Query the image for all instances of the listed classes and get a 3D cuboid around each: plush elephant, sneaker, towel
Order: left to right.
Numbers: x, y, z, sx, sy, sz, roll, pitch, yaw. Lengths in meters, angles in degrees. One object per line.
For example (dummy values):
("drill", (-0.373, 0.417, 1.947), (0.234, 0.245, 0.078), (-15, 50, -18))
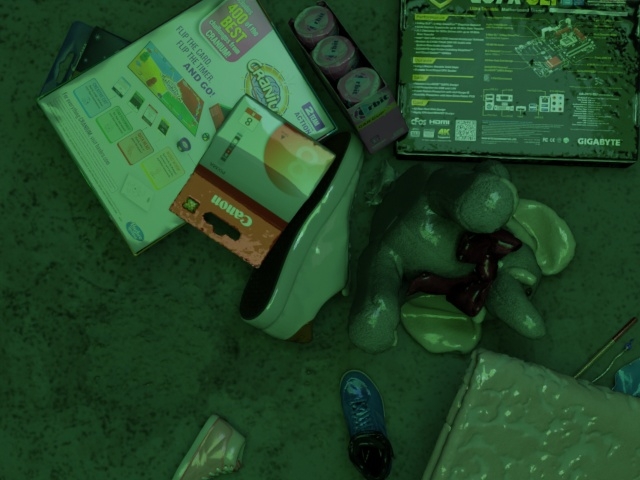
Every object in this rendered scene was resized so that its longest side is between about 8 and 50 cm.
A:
("sneaker", (-0.148, 0.304, 1.919), (0.070, 0.051, 0.134), (31, 85, 8))
("sneaker", (0.000, 0.000, 1.919), (0.123, 0.106, 0.290), (31, 79, -32))
("sneaker", (0.060, 0.244, 1.896), (0.058, 0.084, 0.152), (-11, 87, 2))
("plush elephant", (0.188, 0.034, 1.829), (0.255, 0.330, 0.272), (34, 103, -19))
("towel", (0.284, 0.323, 1.823), (0.332, 0.053, 0.317), (19, 98, -20))

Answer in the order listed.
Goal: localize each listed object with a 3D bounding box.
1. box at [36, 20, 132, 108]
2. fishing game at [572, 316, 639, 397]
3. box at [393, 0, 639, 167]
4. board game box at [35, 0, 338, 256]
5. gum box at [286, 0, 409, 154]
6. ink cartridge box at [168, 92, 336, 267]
("box", (-0.262, -0.196, 1.951), (0.225, 0.036, 0.136), (24, 89, 4))
("fishing game", (0.454, 0.241, 1.904), (0.189, 0.041, 0.264), (-42, 87, -2))
("box", (0.261, -0.230, 1.911), (0.322, 0.079, 0.257), (2, 86, 2))
("board game box", (-0.173, -0.163, 1.896), (0.316, 0.064, 0.242), (-31, 94, -4))
("gum box", (0.033, -0.215, 1.868), (0.062, 0.107, 0.188), (-33, 56, 1))
("ink cartridge box", (-0.088, -0.076, 1.852), (0.145, 0.045, 0.179), (34, 85, -5))
